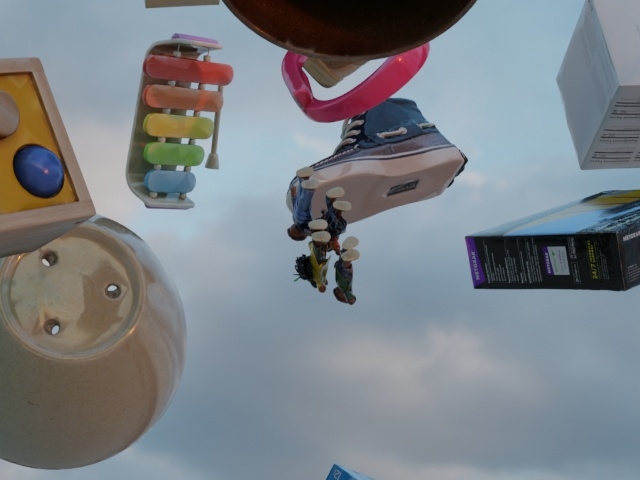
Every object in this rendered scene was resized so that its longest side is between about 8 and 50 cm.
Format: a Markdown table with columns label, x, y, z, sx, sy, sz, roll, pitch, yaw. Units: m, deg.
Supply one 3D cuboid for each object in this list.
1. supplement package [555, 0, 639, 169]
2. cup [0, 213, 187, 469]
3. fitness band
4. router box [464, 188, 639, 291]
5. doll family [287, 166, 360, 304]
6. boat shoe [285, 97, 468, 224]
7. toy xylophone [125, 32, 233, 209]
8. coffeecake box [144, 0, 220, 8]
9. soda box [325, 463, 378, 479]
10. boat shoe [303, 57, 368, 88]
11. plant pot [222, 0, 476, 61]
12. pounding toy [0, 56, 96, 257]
| label | x | y | z | sx | sy | sz | roll | pitch | yaw |
| --- | --- | --- | --- | --- | --- | --- | --- | --- | --- |
| supplement package | 0.472 | -0.243 | 1.798 | 0.149 | 0.194 | 0.203 | -2 | -33 | -7 |
| cup | -0.310 | 0.094 | 1.422 | 0.331 | 0.331 | 0.237 | 17 | -22 | -9 |
| fitness band | 0.049 | -0.261 | 1.680 | 0.209 | 0.291 | 0.054 | -29 | -62 | 6 |
| router box | 0.215 | -0.003 | 0.871 | 0.179 | 0.046 | 0.133 | -16 | 9 | -41 |
| doll family | 0.000 | 0.000 | 1.456 | 0.076 | 0.193 | 0.111 | -2 | -40 | -6 |
| boat shoe | 0.057 | -0.127 | 1.803 | 0.341 | 0.158 | 0.127 | -11 | -35 | -41 |
| toy xylophone | -0.244 | -0.217 | 2.131 | 0.081 | 0.322 | 0.236 | 20 | 21 | 40 |
| coffeecake box | -0.269 | -0.537 | 2.229 | 0.142 | 0.185 | 0.068 | -5 | -22 | -9 |
| soda box | 0.089 | 0.327 | 1.366 | 0.210 | 0.067 | 0.071 | 31 | -4 | -40 |
| boat shoe | -0.043 | -0.381 | 1.833 | 0.110 | 0.121 | 0.341 | -28 | -47 | 25 |
| plant pot | 0.022 | -0.296 | 0.925 | 0.215 | 0.230 | 0.215 | 1 | -42 | 0 |
| pounding toy | -0.219 | -0.064 | 0.713 | 0.100 | 0.141 | 0.130 | -25 | -6 | 38 |
